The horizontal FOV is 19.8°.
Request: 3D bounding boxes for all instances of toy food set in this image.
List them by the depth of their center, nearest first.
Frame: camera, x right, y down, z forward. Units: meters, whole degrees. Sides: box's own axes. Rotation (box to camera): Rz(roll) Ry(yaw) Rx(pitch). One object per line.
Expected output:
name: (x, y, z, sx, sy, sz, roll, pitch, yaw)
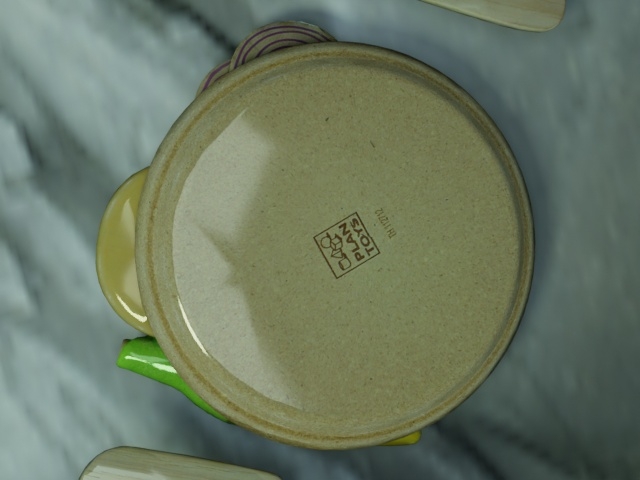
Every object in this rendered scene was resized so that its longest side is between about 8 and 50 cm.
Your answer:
toy food set: (0.000, 0.000, 0.559, 0.132, 0.038, 0.192, 14, 88, -11)
